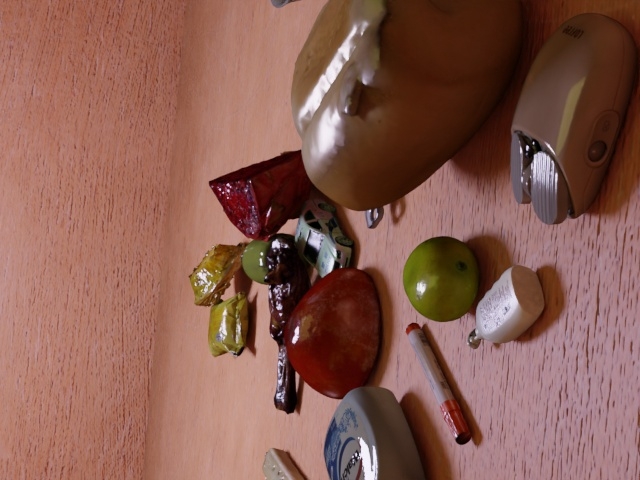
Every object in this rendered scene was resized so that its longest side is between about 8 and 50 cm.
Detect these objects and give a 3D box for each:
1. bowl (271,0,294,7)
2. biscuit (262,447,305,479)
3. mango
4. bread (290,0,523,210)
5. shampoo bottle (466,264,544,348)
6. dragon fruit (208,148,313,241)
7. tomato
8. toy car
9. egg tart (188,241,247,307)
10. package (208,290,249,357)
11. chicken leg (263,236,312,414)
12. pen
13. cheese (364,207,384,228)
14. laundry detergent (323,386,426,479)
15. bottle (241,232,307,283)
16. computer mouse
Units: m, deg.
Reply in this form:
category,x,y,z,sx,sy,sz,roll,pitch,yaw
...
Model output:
category,x,y,z,sx,sy,sz,roll,pitch,yaw
bowl,0.004,-0.612,1.926,0.313,0.146,0.313,-176,90,-72
biscuit,-0.074,0.482,1.977,0.056,0.052,0.188,-66,21,3
mango,0.164,0.048,1.350,0.163,0.089,0.117,-134,53,-67
bread,0.113,-0.240,1.332,0.376,0.253,0.348,128,148,-55
shampoo bottle,0.226,0.099,1.223,0.152,0.045,0.077,123,146,-50
dragon fruit,-0.081,-0.097,1.995,0.152,0.205,0.317,66,163,-10
tomato,0.010,0.156,1.692,0.200,0.139,0.233,-46,41,51
toy car,0.000,0.000,1.864,0.224,0.076,0.090,-116,38,-57
egg tart,-0.274,0.079,2.515,0.212,0.090,0.212,-47,14,16
package,-0.236,0.220,2.458,0.226,0.090,0.168,151,124,-68
chicken leg,-0.064,0.167,1.959,0.158,0.096,0.407,-84,-4,-60
pen,0.168,0.201,1.390,0.239,0.028,0.028,-111,32,-53
cheese,0.073,-0.147,1.689,0.163,0.082,0.286,123,147,-54
laundry detergent,0.087,0.383,1.459,0.280,0.105,0.215,-109,31,-48
bottle,-0.115,0.043,2.128,0.260,0.112,0.112,172,103,-71
computer mouse,0.278,-0.139,1.091,0.145,0.082,0.236,-123,43,-60
